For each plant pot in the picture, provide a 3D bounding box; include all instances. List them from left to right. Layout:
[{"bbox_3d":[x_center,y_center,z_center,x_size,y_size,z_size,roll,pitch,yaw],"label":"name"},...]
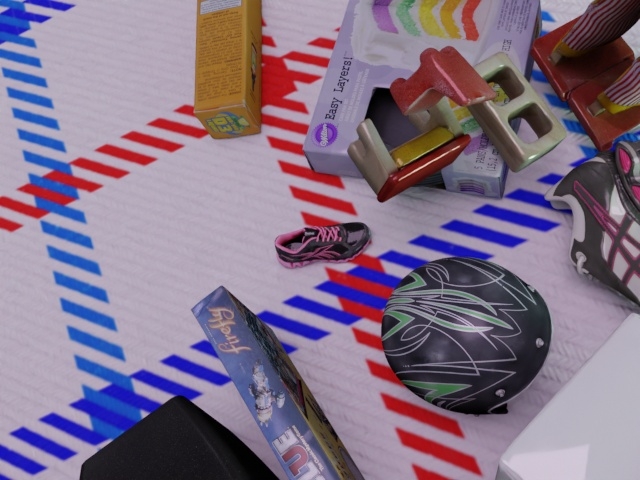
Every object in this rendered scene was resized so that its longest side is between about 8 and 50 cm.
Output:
[{"bbox_3d":[-0.133,0.272,0.771,0.187,0.188,0.167,-36,50,-1],"label":"plant pot"}]

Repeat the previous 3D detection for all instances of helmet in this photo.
[{"bbox_3d":[0.145,0.094,0.771,0.169,0.161,0.170,-5,67,13],"label":"helmet"}]

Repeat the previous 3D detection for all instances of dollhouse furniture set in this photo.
[{"bbox_3d":[0.232,-0.152,0.769,0.374,0.201,0.152,-31,79,-15],"label":"dollhouse furniture set"}]

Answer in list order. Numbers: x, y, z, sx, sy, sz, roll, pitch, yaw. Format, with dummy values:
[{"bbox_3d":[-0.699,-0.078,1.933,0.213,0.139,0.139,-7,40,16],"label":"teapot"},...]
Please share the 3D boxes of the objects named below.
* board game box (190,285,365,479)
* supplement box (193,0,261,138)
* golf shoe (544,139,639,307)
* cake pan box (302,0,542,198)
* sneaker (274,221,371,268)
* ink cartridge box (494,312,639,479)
[{"bbox_3d":[-0.032,0.174,0.784,0.042,0.165,0.243,-35,63,-1],"label":"board game box"},{"bbox_3d":[-0.124,-0.258,1.038,0.080,0.078,0.234,-9,65,11],"label":"supplement box"},{"bbox_3d":[0.332,0.031,0.798,0.120,0.105,0.273,-26,58,23],"label":"golf shoe"},{"bbox_3d":[0.126,-0.186,0.948,0.245,0.070,0.267,11,71,21],"label":"cake pan box"},{"bbox_3d":[0.000,0.000,0.909,0.119,0.057,0.047,-14,63,7],"label":"sneaker"},{"bbox_3d":[0.259,0.207,0.644,0.171,0.233,0.168,-43,64,-13],"label":"ink cartridge box"}]
